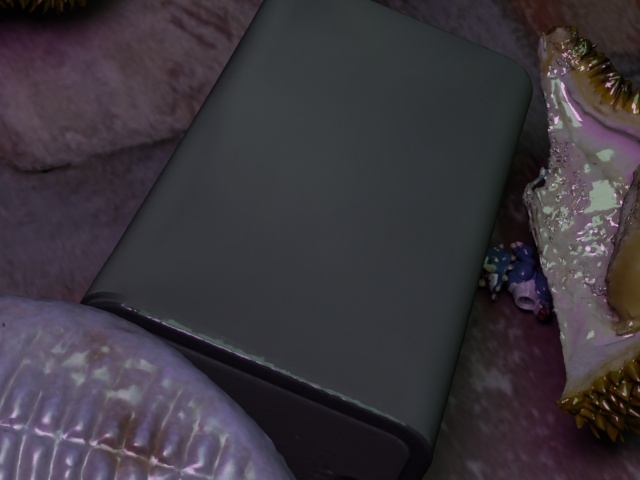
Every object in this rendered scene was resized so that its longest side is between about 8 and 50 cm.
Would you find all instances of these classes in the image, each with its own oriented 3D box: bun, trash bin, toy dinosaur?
[{"bbox_3d":[-0.166,0.202,0.971,0.354,0.194,0.354,5,63,-10],"label":"bun"},{"bbox_3d":[0.000,0.000,1.197,0.223,0.158,0.343,23,51,1],"label":"trash bin"},{"bbox_3d":[0.146,0.030,1.297,0.083,0.030,0.047,21,52,1],"label":"toy dinosaur"}]

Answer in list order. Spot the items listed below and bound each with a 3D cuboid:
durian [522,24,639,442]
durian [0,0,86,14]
[{"bbox_3d":[0.221,-0.007,1.273,0.166,0.172,0.306,-7,68,1],"label":"durian"},{"bbox_3d":[-0.236,-0.289,1.298,0.291,0.224,0.291,8,47,-9],"label":"durian"}]
